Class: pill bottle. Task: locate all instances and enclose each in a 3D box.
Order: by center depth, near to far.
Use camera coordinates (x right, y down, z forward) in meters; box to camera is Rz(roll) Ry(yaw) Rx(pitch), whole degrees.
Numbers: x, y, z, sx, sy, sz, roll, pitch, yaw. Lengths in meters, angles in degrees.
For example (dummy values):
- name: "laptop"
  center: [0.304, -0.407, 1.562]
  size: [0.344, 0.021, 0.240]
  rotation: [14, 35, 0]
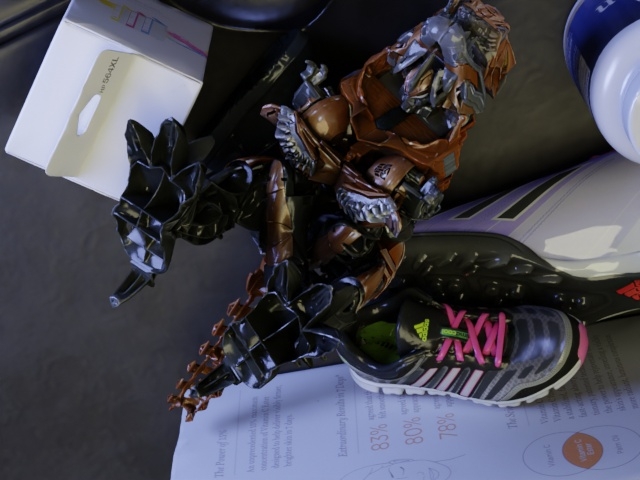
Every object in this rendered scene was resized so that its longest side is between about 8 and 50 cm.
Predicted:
- name: "pill bottle"
  center: [0.203, -0.099, 0.999]
  size: [0.094, 0.169, 0.094]
  rotation: [0, 113, -1]

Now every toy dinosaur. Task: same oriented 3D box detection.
- name: "toy dinosaur"
  center: [0.000, 0.000, 1.001]
  size: [0.164, 0.218, 0.322]
  rotation: [25, 115, 25]

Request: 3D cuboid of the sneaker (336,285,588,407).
- name: "sneaker"
  center: [0.081, 0.065, 1.051]
  size: [0.170, 0.063, 0.075]
  rotation: [-2, 157, 30]

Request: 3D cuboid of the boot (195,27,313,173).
- name: "boot"
  center: [-0.016, -0.065, 1.079]
  size: [0.099, 0.045, 0.121]
  rotation: [35, 110, -15]

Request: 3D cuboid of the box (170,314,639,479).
- name: "box"
  center: [0.087, 0.189, 1.094]
  size: [0.345, 0.215, 0.168]
  rotation: [-9, 113, 4]

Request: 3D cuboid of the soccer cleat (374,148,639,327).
- name: "soccer cleat"
  center: [0.180, -0.009, 1.087]
  size: [0.318, 0.116, 0.108]
  rotation: [-6, 143, 19]

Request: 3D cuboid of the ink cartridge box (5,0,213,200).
- name: "ink cartridge box"
  center: [-0.126, -0.090, 1.012]
  size: [0.090, 0.143, 0.092]
  rotation: [23, 111, -10]
